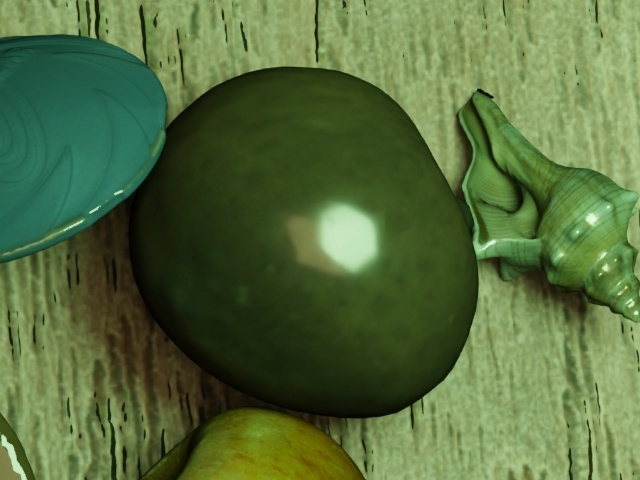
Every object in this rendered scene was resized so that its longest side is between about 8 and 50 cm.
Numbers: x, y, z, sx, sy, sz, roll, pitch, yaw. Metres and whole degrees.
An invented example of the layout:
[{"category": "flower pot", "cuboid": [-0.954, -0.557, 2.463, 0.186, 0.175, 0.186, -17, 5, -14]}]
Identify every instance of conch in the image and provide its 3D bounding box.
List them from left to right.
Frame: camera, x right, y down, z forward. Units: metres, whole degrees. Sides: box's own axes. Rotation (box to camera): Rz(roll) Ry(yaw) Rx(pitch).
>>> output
[{"category": "conch", "cuboid": [0.188, -0.009, 1.495, 0.234, 0.114, 0.137, 29, 63, 31]}]

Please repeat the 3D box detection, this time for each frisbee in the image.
[{"category": "frisbee", "cuboid": [-0.260, -0.085, 1.353, 0.289, 0.049, 0.289, -8, 40, 6]}]

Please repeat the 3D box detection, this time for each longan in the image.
[{"category": "longan", "cuboid": [0.000, 0.000, 1.385, 0.300, 0.243, 0.300, 9, 71, -29]}]

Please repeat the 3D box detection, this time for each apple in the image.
[{"category": "apple", "cuboid": [-0.057, 0.253, 1.353, 0.207, 0.237, 0.237, 44, 77, -12]}]

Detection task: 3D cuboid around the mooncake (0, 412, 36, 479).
[{"category": "mooncake", "cuboid": [-0.353, 0.222, 1.328, 0.284, 0.155, 0.284, 2, 80, -9]}]
